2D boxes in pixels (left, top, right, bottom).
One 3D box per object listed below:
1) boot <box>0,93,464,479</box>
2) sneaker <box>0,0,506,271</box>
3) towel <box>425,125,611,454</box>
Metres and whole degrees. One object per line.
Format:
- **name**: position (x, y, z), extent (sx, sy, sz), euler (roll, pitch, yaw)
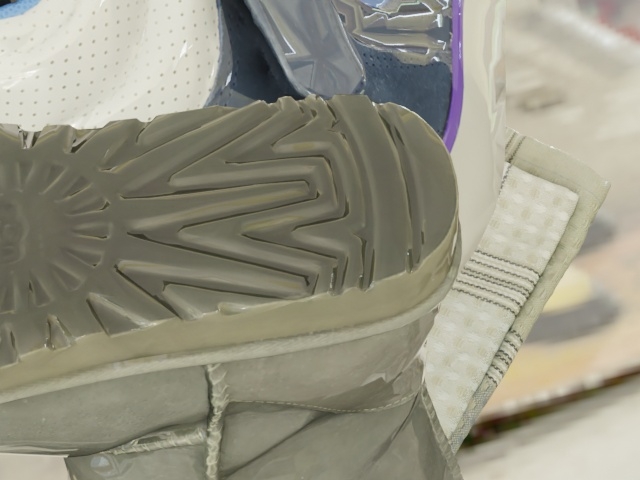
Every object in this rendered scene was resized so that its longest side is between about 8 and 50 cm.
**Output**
- **boot**: position (-0.048, 0.063, 0.444), extent (0.190, 0.208, 0.076), euler (-1, 53, 1)
- **sneaker**: position (-0.050, -0.144, 0.672), extent (0.130, 0.236, 0.322), euler (-28, 50, 38)
- **towel**: position (0.000, 0.000, 1.346), extent (0.312, 0.056, 0.324), euler (24, 57, 15)
